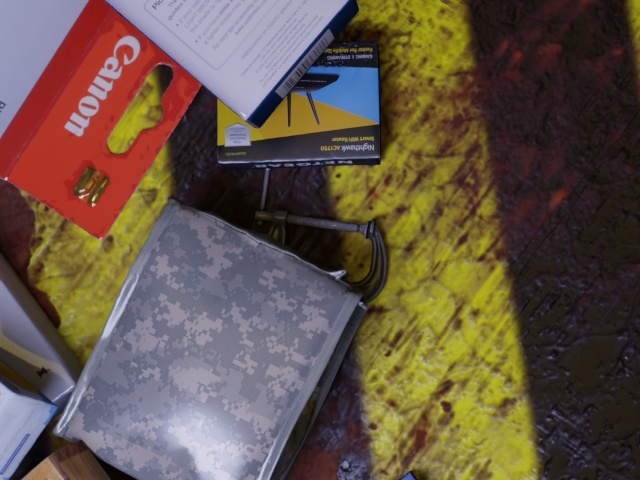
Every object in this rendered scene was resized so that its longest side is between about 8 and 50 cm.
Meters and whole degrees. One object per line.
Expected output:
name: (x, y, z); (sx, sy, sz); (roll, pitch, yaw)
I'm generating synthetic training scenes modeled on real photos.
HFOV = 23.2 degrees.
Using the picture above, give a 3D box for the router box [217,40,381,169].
router box: (-0.023, -0.148, 1.711); (0.179, 0.046, 0.133); (-2, 81, 5)

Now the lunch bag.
lunch bag: (-0.107, 0.123, 1.639); (0.235, 0.169, 0.287); (26, 93, 8)

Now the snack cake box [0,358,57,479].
snack cake box: (-0.413, 0.152, 1.572); (0.264, 0.089, 0.152); (34, 90, 27)

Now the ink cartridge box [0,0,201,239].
ink cartridge box: (-0.328, -0.228, 1.722); (0.385, 0.091, 0.308); (32, 89, 4)

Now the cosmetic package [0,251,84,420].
cosmetic package: (-0.473, 0.096, 1.713); (0.284, 0.097, 0.377); (-37, 82, 4)

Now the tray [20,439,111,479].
tray: (-0.338, 0.408, 1.612); (0.411, 0.076, 0.203); (-41, 82, 23)

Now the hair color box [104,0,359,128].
hair color box: (-0.145, -0.294, 1.619); (0.347, 0.105, 0.174); (41, 92, 4)

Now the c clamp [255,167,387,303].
c clamp: (0.000, 0.000, 1.711); (0.160, 0.022, 0.137); (13, 86, 7)

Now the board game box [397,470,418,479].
board game box: (0.105, 0.367, 1.661); (0.136, 0.035, 0.201); (-38, 82, 1)
